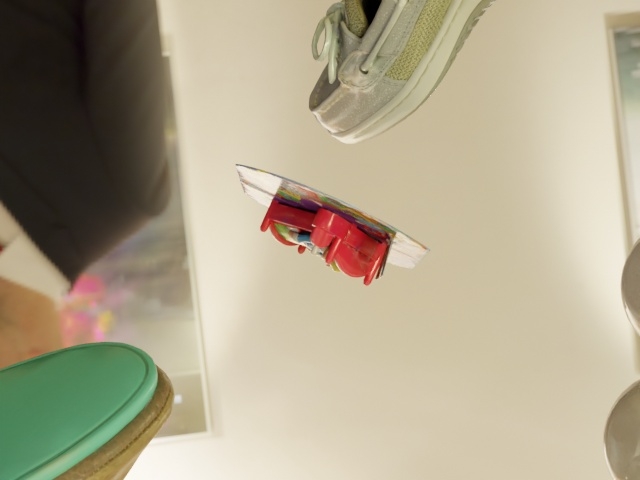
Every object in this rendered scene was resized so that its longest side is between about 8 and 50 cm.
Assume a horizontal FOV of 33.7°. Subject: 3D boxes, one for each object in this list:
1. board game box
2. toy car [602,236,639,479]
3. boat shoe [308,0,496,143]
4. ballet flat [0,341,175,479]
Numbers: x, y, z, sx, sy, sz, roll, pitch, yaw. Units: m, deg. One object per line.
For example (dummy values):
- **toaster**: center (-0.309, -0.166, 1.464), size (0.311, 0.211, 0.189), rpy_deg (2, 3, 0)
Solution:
- **board game box**: center (0.000, 0.000, 0.704), size (0.133, 0.033, 0.168), rpy_deg (24, 172, 2)
- **toy car**: center (0.238, 0.069, 0.518), size (0.159, 0.181, 0.136), rpy_deg (5, -177, -25)
- **boat shoe**: center (0.062, -0.182, 0.720), size (0.103, 0.118, 0.320), rpy_deg (26, 147, -12)
- **ballet flat**: center (-0.208, 0.164, 0.470), size (0.116, 0.124, 0.342), rpy_deg (18, -146, 40)
